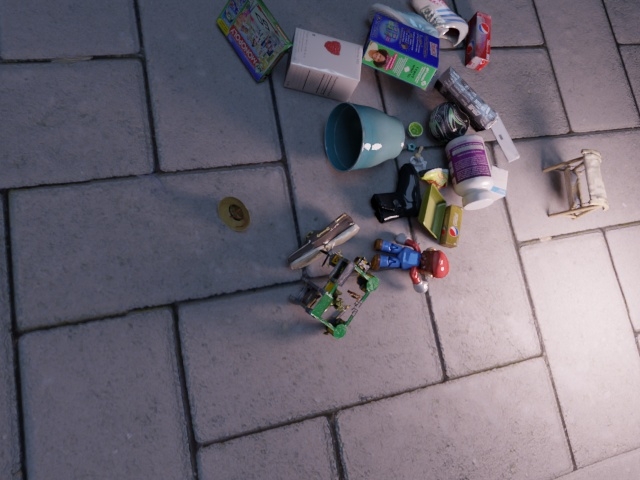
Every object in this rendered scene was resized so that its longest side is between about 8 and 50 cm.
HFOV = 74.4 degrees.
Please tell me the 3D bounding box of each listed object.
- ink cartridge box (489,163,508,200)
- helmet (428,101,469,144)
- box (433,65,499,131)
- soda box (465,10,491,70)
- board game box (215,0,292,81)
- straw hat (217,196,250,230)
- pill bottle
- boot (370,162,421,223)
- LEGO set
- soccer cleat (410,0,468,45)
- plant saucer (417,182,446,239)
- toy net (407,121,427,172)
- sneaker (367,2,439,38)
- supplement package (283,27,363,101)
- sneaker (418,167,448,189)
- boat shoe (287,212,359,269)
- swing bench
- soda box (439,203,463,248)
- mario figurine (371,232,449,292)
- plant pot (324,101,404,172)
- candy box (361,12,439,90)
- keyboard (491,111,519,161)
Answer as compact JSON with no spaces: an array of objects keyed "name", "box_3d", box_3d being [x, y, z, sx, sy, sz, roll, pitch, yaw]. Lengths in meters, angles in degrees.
[{"name":"ink cartridge box","box_3d":[0.786,-0.267,1.923,0.090,0.092,0.143,16,75,-11]},{"name":"helmet","box_3d":[0.563,-0.527,1.886,0.161,0.169,0.169,34,72,-23]},{"name":"box","box_3d":[0.646,-0.623,1.885,0.307,0.242,0.076,46,107,-2]},{"name":"soda box","box_3d":[0.774,-0.977,2.069,0.083,0.092,0.263,11,76,-11]},{"name":"board game box","box_3d":[-0.275,-0.848,1.720,0.317,0.213,0.046,55,37,2]},{"name":"straw hat","box_3d":[-0.318,-0.111,1.622,0.144,0.144,0.061,44,34,-2]},{"name":"pill bottle","box_3d":[0.656,-0.293,1.843,0.169,0.169,0.301,-3,73,-15]},{"name":"boot","box_3d":[0.315,-0.202,1.787,0.207,0.094,0.246,-8,87,-20]},{"name":"LEGO set","box_3d":[0.042,0.188,1.618,0.255,0.192,0.331,31,88,-37]},{"name":"soccer cleat","box_3d":[0.562,-1.066,2.022,0.331,0.116,0.143,30,73,-7]},{"name":"plant saucer","box_3d":[0.471,-0.119,1.797,0.188,0.045,0.188,34,66,-49]},{"name":"toy net","box_3d":[0.415,-0.409,1.883,0.122,0.045,0.232,-11,82,-16]},{"name":"sneaker","box_3d":[0.391,-1.006,1.972,0.366,0.135,0.150,26,61,-14]},{"name":"supplement package","box_3d":[0.010,-0.735,1.780,0.293,0.175,0.177,9,75,-13]},{"name":"sneaker","box_3d":[0.499,-0.265,1.829,0.208,0.081,0.094,-6,94,-43]},{"name":"boat shoe","box_3d":[0.000,0.000,1.659,0.324,0.116,0.096,-31,76,-17]},{"name":"swing bench","box_3d":[1.192,-0.249,1.937,0.165,0.255,0.253,4,78,-14]},{"name":"soda box","box_3d":[0.572,-0.062,1.843,0.061,0.058,0.181,16,75,-11]},{"name":"mario figurine","box_3d":[0.371,0.093,1.750,0.321,0.170,0.198,13,112,-1]},{"name":"plant pot","box_3d":[0.193,-0.419,1.730,0.255,0.272,0.271,-7,80,-31]},{"name":"candy box","box_3d":[0.353,-0.831,1.846,0.317,0.122,0.268,19,51,-6]},{"name":"keyboard","box_3d":[0.880,-0.503,2.041,0.072,0.014,0.256,-24,85,-13]}]
